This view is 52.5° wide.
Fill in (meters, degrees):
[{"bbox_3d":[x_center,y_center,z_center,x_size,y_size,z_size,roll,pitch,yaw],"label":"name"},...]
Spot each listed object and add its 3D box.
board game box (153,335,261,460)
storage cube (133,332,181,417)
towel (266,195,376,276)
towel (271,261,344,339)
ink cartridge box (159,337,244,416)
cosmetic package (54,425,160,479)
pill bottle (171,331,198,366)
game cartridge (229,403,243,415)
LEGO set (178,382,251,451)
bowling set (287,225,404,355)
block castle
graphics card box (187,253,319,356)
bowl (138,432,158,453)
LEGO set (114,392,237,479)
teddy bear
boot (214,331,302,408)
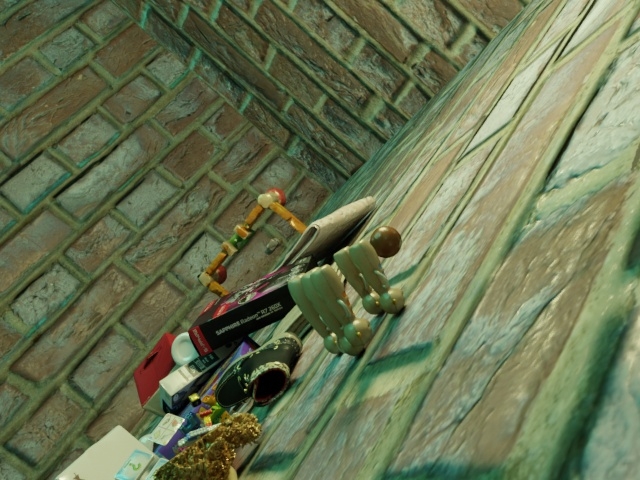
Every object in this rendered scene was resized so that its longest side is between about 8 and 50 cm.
[{"bbox_3d":[-0.289,0.430,1.725,0.347,0.078,0.233,-49,5,4],"label":"board game box"},{"bbox_3d":[-0.448,0.441,2.044,0.184,0.215,0.193,-51,30,2],"label":"storage cube"},{"bbox_3d":[0.000,0.000,2.052,0.317,0.053,0.332,-47,-11,37],"label":"towel"},{"bbox_3d":[-0.030,0.171,1.603,0.282,0.049,0.187,-48,4,21],"label":"towel"},{"bbox_3d":[-0.316,0.373,1.894,0.332,0.065,0.165,-35,-25,-32],"label":"ink cartridge box"},{"bbox_3d":[-0.546,0.654,1.419,0.453,0.161,0.230,-55,-5,18],"label":"cosmetic package"},{"bbox_3d":[-0.360,0.331,1.962,0.103,0.103,0.184,-49,-22,8],"label":"pill bottle"},{"bbox_3d":[-0.189,0.384,1.577,0.083,0.017,0.056,-48,2,11],"label":"game cartridge"},{"bbox_3d":[-0.239,0.411,1.497,0.087,0.093,0.227,6,44,45],"label":"LEGO set"},{"bbox_3d":[0.076,0.081,1.038,0.200,0.154,0.287,-31,1,-10],"label":"bowling set"},{"bbox_3d":[-0.206,0.061,2.396,0.453,0.303,0.213,-51,-4,10],"label":"block castle"},{"bbox_3d":[-0.175,0.179,1.839,0.371,0.094,0.233,-24,10,11],"label":"graphics card box"},{"bbox_3d":[-0.457,0.581,1.713,0.142,0.053,0.142,95,177,-71],"label":"bowl"},{"bbox_3d":[-0.291,0.420,1.362,0.244,0.182,0.060,-53,-34,-46],"label":"LEGO set"},{"bbox_3d":[-0.205,0.407,1.126,0.245,0.113,0.338,-32,-8,-38],"label":"teddy bear"},{"bbox_3d":[-0.145,0.298,1.358,0.236,0.085,0.178,-38,8,11],"label":"boot"}]
